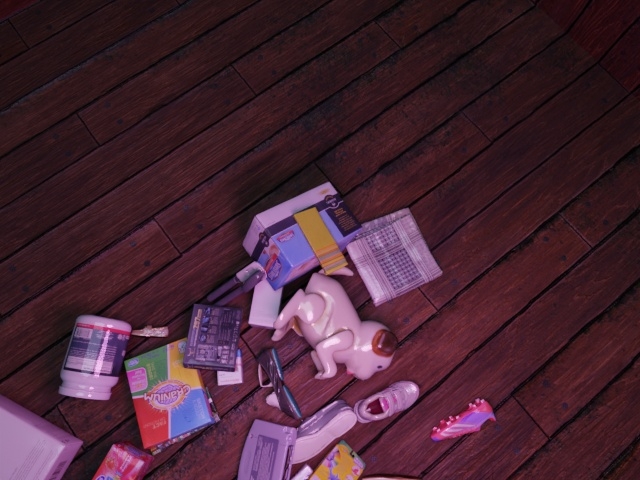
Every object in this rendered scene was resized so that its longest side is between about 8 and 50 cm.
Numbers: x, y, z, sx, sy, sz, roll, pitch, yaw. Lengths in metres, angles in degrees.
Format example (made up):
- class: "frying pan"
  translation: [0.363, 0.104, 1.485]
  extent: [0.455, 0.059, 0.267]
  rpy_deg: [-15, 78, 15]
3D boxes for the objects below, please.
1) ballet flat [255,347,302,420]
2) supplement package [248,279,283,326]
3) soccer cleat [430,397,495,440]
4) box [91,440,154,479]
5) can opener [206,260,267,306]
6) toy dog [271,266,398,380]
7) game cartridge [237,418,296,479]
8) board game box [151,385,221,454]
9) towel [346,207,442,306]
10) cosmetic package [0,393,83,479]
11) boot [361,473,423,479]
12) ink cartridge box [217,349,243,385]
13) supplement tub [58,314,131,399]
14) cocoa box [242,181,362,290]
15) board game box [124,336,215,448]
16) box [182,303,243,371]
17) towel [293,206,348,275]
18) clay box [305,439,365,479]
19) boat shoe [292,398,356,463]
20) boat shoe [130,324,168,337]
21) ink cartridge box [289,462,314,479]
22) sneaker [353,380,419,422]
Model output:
- class: "ballet flat"
  translation: [-0.160, 0.530, 1.793]
  extent: [0.096, 0.095, 0.280]
  rpy_deg: [-26, 66, 1]
- class: "supplement package"
  translation: [-0.201, 0.237, 1.863]
  extent: [0.105, 0.105, 0.179]
  rpy_deg: [8, 74, 0]
- class: "soccer cleat"
  translation: [0.513, 0.662, 1.774]
  extent: [0.248, 0.083, 0.095]
  rpy_deg: [-28, 81, -12]
- class: "box"
  translation: [-0.697, 0.829, 1.668]
  extent: [0.128, 0.122, 0.256]
  rpy_deg: [27, 75, 7]
- class: "can opener"
  translation: [-0.314, 0.174, 1.811]
  extent: [0.284, 0.095, 0.076]
  rpy_deg: [-34, 96, 25]
- class: "toy dog"
  translation: [0.076, 0.329, 1.786]
  extent: [0.408, 0.284, 0.395]
  rpy_deg: [35, 58, 7]
- class: "game cartridge"
  translation: [-0.190, 0.771, 1.682]
  extent: [0.196, 0.060, 0.293]
  rpy_deg: [0, 70, 34]
- class: "board game box"
  translation: [-0.502, 0.644, 1.777]
  extent: [0.260, 0.030, 0.136]
  rpy_deg: [-26, 74, -9]
- class: "towel"
  translation: [0.282, 0.054, 1.955]
  extent: [0.313, 0.056, 0.324]
  rpy_deg: [-24, 75, -8]
- class: "cosmetic package"
  translation: [-1.042, 0.691, 1.683]
  extent: [0.366, 0.155, 0.196]
  rpy_deg: [28, 74, 7]
- class: "boot"
  translation: [0.244, 0.895, 1.699]
  extent: [0.214, 0.077, 0.164]
  rpy_deg: [6, 76, -3]
- class: "ink cartridge box"
  translation: [-0.332, 0.468, 1.819]
  extent: [0.089, 0.052, 0.122]
  rpy_deg: [-6, 75, -4]
- class: "supplement tub"
  translation: [-0.797, 0.411, 1.752]
  extent: [0.191, 0.191, 0.271]
  rpy_deg: [9, 74, 1]
- class: "cocoa box"
  translation: [-0.067, -0.016, 1.823]
  extent: [0.347, 0.231, 0.227]
  rpy_deg: [-29, 76, -32]
- class: "board game box"
  translation: [-0.539, 0.538, 1.764]
  extent: [0.243, 0.064, 0.316]
  rpy_deg: [-21, 67, -7]
- class: "box"
  translation: [-0.387, 0.352, 1.798]
  extent: [0.184, 0.059, 0.232]
  rpy_deg: [6, 56, -7]
- class: "towel"
  translation: [0.000, 0.000, 1.694]
  extent: [0.102, 0.021, 0.237]
  rpy_deg: [-21, 76, -37]
- class: "clay box"
  translation: [0.047, 0.807, 1.693]
  extent: [0.127, 0.053, 0.222]
  rpy_deg: [45, 44, 11]
- class: "boat shoe"
  translation: [-0.025, 0.679, 1.761]
  extent: [0.320, 0.116, 0.099]
  rpy_deg: [-32, 34, -3]
- class: "boat shoe"
  translation: [-0.638, 0.340, 1.853]
  extent: [0.136, 0.050, 0.045]
  rpy_deg: [4, 70, -11]
- class: "ink cartridge box"
  translation: [-0.058, 0.997, 1.666]
  extent: [0.324, 0.071, 0.330]
  rpy_deg: [-41, 77, -12]
- class: "sneaker"
  translation: [0.244, 0.582, 1.770]
  extent: [0.253, 0.111, 0.102]
  rpy_deg: [-25, 76, -9]
